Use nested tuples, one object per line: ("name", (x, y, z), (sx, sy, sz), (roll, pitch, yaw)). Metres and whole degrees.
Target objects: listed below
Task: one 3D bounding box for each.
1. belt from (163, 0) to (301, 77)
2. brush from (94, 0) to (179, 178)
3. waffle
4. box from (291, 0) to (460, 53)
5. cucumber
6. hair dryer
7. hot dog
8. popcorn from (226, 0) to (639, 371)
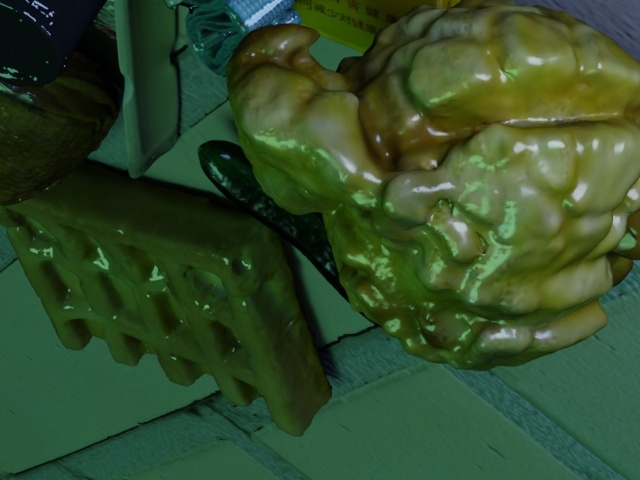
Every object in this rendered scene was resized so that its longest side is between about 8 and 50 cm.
("belt", (-0.068, -0.172, 1.283), (0.100, 0.065, 0.179), (55, 166, -9))
("brush", (-0.153, -0.158, 1.471), (0.050, 0.060, 0.321), (38, 155, 18))
("waffle", (-0.168, 0.042, 1.800), (0.348, 0.077, 0.304), (17, 148, 27))
("box", (0.022, -0.223, 1.192), (0.152, 0.043, 0.269), (23, 153, 18))
("cucumber", (0.000, 0.000, 1.576), (0.284, 0.056, 0.056), (40, 152, -25))
("hair dryer", (-0.112, -0.200, 1.208), (0.251, 0.197, 0.089), (4, 142, 37))
("hot dog", (-0.284, -0.130, 1.588), (0.196, 0.122, 0.272), (34, 149, -7))
("popcorn", (0.091, -0.046, 1.177), (0.332, 0.225, 0.265), (24, 146, -28))
